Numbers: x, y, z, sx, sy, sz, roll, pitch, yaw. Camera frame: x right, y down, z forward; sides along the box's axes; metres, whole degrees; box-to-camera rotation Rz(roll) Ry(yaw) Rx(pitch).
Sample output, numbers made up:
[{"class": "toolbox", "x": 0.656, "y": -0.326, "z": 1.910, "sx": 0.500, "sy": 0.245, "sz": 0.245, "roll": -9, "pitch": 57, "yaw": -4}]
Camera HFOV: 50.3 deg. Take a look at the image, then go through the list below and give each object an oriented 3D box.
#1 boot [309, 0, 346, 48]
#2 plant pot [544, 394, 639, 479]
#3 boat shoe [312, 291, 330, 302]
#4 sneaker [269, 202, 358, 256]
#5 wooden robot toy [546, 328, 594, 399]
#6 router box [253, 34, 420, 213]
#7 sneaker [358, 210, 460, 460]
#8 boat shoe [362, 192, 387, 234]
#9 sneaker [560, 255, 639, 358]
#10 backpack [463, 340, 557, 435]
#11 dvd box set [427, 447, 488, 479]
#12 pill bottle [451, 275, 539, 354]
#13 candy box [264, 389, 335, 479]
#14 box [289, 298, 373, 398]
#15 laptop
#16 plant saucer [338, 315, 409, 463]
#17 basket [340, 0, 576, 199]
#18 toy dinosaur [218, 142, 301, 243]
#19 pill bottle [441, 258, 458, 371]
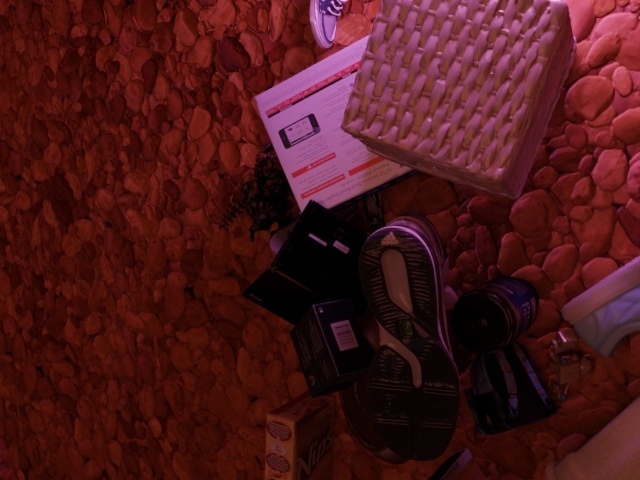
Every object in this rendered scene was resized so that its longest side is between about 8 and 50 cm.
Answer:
[{"class": "boot", "x": 0.026, "y": -0.529, "z": 1.513, "sx": 0.086, "sy": 0.069, "sz": 0.190, "roll": -3, "pitch": 94, "yaw": 36}, {"class": "plant pot", "x": 0.588, "y": 0.405, "z": 1.204, "sx": 0.276, "sy": 0.276, "sz": 0.254, "roll": 38, "pitch": 104, "yaw": 23}, {"class": "boat shoe", "x": 0.029, "y": 0.110, "z": 1.599, "sx": 0.109, "sy": 0.089, "sz": 0.258, "roll": 47, "pitch": 119, "yaw": 18}, {"class": "sneaker", "x": -0.001, "y": -0.001, "z": 1.610, "sx": 0.226, "sy": 0.163, "sz": 0.086, "roll": -31, "pitch": 53, "yaw": -7}, {"class": "wooden robot toy", "x": 0.496, "y": 0.237, "z": 1.340, "sx": 0.079, "sy": 0.076, "sz": 0.173, "roll": -12, "pitch": 120, "yaw": -3}, {"class": "router box", "x": 0.063, "y": -0.244, "z": 1.470, "sx": 0.335, "sy": 0.082, "sz": 0.301, "roll": -24, "pitch": 84, "yaw": 16}, {"class": "sneaker", "x": 0.191, "y": 0.159, "z": 1.252, "sx": 0.169, "sy": 0.257, "sz": 0.447, "roll": 0, "pitch": 108, "yaw": 22}, {"class": "boat shoe", "x": 0.122, "y": -0.057, "z": 1.543, "sx": 0.046, "sy": 0.038, "sz": 0.125, "roll": -6, "pitch": 94, "yaw": 33}, {"class": "sneaker", "x": 0.612, "y": 0.088, "z": 1.201, "sx": 0.150, "sy": 0.135, "sz": 0.366, "roll": 56, "pitch": 132, "yaw": 12}, {"class": "backpack", "x": 0.367, "y": 0.292, "z": 1.375, "sx": 0.117, "sy": 0.158, "sz": 0.173, "roll": -41, "pitch": 61, "yaw": 49}, {"class": "dvd box set", "x": 0.340, "y": 0.660, "z": 1.355, "sx": 0.062, "sy": 0.308, "sz": 0.420, "roll": -39, "pitch": 76, "yaw": 28}, {"class": "pill bottle", "x": 0.347, "y": 0.135, "z": 1.319, "sx": 0.123, "sy": 0.219, "sz": 0.122, "roll": 6, "pitch": 101, "yaw": 32}, {"class": "candy box", "x": -0.051, "y": 0.547, "z": 1.662, "sx": 0.088, "sy": 0.183, "sz": 0.316, "roll": 10, "pitch": 103, "yaw": 31}, {"class": "box", "x": 0.021, "y": 0.226, "z": 1.426, "sx": 0.158, "sy": 0.093, "sz": 0.156, "roll": -52, "pitch": 53, "yaw": 54}, {"class": "laptop", "x": -0.004, "y": 0.076, "z": 1.513, "sx": 0.234, "sy": 0.136, "sz": 0.264, "roll": 31, "pitch": 89, "yaw": -13}, {"class": "plant saucer", "x": 0.110, "y": 0.316, "z": 1.431, "sx": 0.310, "sy": 0.050, "sz": 0.310, "roll": 21, "pitch": 114, "yaw": 60}, {"class": "basket", "x": 0.254, "y": -0.282, "z": 1.230, "sx": 0.328, "sy": 0.266, "sz": 0.331, "roll": 21, "pitch": 95, "yaw": 17}, {"class": "toy dinosaur", "x": -0.124, "y": -0.115, "z": 1.659, "sx": 0.322, "sy": 0.164, "sz": 0.218, "roll": -48, "pitch": 56, "yaw": 48}, {"class": "pill bottle", "x": 0.209, "y": 0.185, "z": 1.448, "sx": 0.169, "sy": 0.169, "sz": 0.301, "roll": 5, "pitch": 100, "yaw": 32}]
